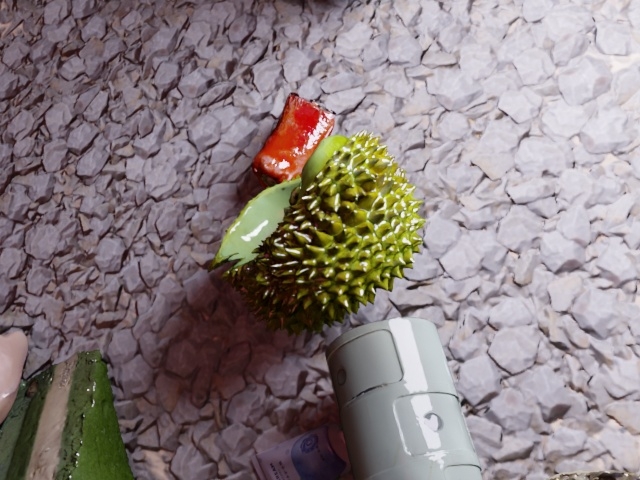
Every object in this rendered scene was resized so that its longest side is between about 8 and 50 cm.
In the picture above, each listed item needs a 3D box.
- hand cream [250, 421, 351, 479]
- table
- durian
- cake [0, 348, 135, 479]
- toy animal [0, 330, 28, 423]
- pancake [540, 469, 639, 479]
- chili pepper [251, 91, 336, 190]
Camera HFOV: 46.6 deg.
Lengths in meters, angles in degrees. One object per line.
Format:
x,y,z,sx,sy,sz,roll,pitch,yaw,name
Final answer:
-0.010,0.247,0.826,0.142,0.053,0.084,-35,66,16,hand cream
0.088,0.202,0.745,0.126,0.126,0.220,-21,59,11,table
0.003,-0.001,0.814,0.237,0.200,0.176,-33,91,19,durian
-0.322,0.258,0.858,0.158,0.172,0.283,-22,66,9,cake
-0.515,0.213,0.919,0.256,0.195,0.213,-42,20,22,toy animal
0.256,0.351,0.702,0.282,0.049,0.282,-5,73,17,pancake
-0.037,-0.117,0.934,0.123,0.073,0.070,-60,24,-8,chili pepper
